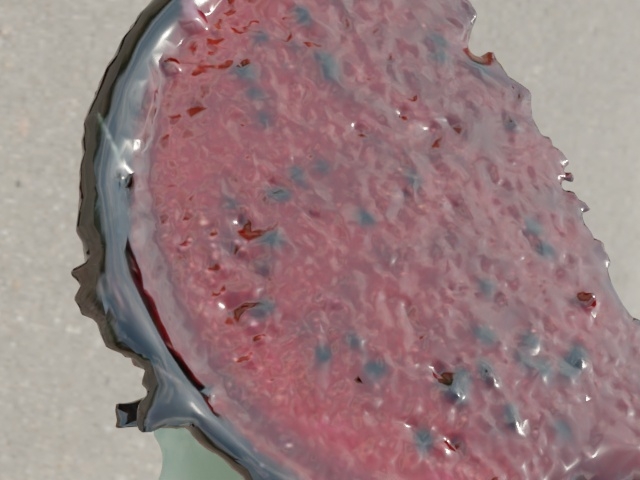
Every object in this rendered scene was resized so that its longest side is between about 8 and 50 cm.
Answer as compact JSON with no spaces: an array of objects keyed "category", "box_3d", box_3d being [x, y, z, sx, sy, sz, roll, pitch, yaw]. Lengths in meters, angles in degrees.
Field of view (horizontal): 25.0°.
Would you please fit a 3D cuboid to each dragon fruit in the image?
[{"category":"dragon fruit","box_3d":[0.000,0.000,0.684,0.282,0.100,0.344,-10,69,-34]}]

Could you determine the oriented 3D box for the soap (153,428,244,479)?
[{"category":"soap","box_3d":[0.028,0.169,0.968,0.265,0.159,0.088,7,95,-53]}]
